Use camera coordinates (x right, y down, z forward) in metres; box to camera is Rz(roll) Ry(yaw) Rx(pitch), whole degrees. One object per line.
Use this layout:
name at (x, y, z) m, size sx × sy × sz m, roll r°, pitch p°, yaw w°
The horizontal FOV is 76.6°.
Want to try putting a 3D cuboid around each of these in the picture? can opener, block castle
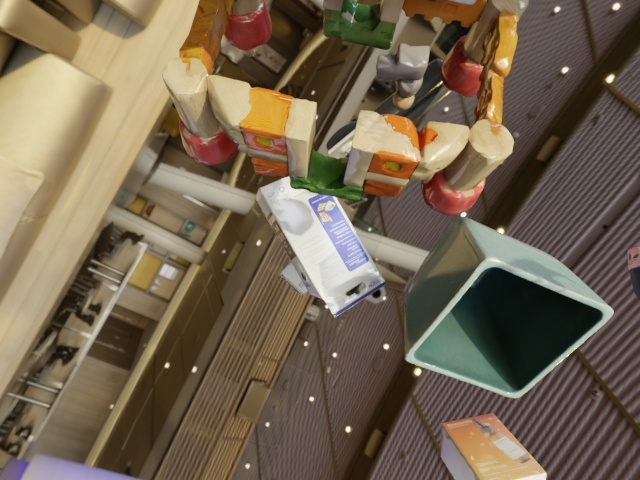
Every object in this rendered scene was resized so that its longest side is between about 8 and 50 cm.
can opener at (0.122, -0.251, 0.801) m, size 0.283 × 0.076 × 0.095 m, roll -36°, pitch -122°, yaw 25°
block castle at (0.038, -0.221, 0.595) m, size 0.213 × 0.452 × 0.303 m, roll 99°, pitch 3°, yaw -74°

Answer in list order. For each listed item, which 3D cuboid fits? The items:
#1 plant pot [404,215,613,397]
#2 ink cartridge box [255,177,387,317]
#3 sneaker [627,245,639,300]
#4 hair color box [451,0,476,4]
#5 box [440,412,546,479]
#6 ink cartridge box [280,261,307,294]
plant pot at (0.309, 0.096, 0.776) m, size 0.252 × 0.247 × 0.247 m, roll -86°, pitch -160°, yaw -58°
ink cartridge box at (0.000, 0.000, 0.942) m, size 0.165 × 0.333 × 0.065 m, roll -26°, pitch 173°, yaw -27°
sneaker at (0.686, 0.031, 0.674) m, size 0.112 × 0.318 × 0.131 m, roll 74°, pitch 2°, yaw -71°
hair color box at (0.069, -0.336, 0.352) m, size 0.185 × 0.338 × 0.110 m, roll -42°, pitch -117°, yaw 56°
box at (0.341, 0.454, 0.826) m, size 0.170 × 0.129 × 0.091 m, roll -127°, pitch -148°, yaw -71°
ink cartridge box at (-0.011, 0.054, 1.161) m, size 0.158 × 0.092 × 0.218 m, roll -47°, pitch 179°, yaw 10°
